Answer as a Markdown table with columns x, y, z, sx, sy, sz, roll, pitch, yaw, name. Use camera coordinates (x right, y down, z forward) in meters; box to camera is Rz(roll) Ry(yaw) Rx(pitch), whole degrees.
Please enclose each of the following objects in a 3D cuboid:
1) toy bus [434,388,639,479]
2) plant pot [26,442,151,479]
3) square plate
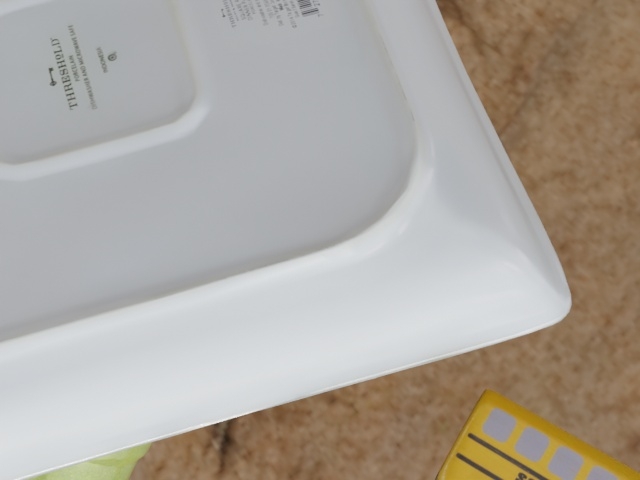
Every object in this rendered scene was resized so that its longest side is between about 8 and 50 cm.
| x | y | z | sx | sy | sz | roll | pitch | yaw | name |
| --- | --- | --- | --- | --- | --- | --- | --- | --- | --- |
| 0.258 | 0.270 | 1.312 | 0.130 | 0.332 | 0.108 | -59 | 171 | -9 | toy bus |
| -0.349 | 0.292 | 1.821 | 0.276 | 0.276 | 0.254 | 16 | 95 | -32 | plant pot |
| -0.105 | -0.069 | 0.676 | 0.344 | 0.347 | 0.049 | -16 | 148 | -4 | square plate |
